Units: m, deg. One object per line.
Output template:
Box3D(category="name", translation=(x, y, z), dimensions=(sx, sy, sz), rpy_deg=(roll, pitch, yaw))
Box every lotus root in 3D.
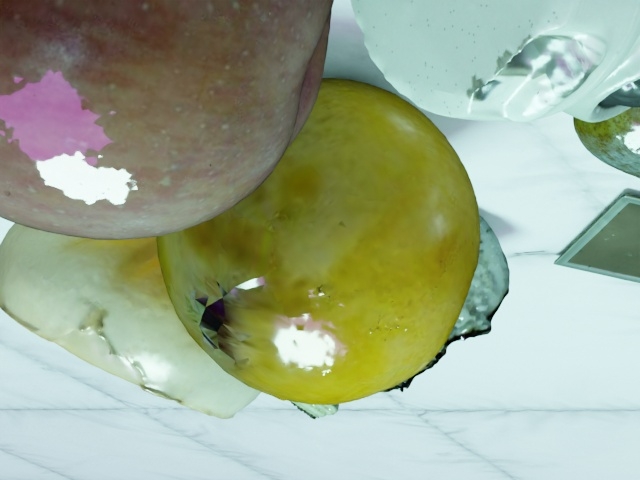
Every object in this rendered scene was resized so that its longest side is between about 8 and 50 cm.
Box3D(category="lotus root", translation=(0.250, -0.085, 1.085), dimensions=(0.192, 0.088, 0.113), rpy_deg=(22, 162, -28))

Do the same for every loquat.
Box3D(category="loquat", translation=(0.000, 0.000, 1.174), dimensions=(0.263, 0.263, 0.263), rpy_deg=(8, 159, 3))

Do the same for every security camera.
Box3D(category="security camera", translation=(0.154, -0.159, 0.792), dimensions=(0.236, 0.194, 0.194), rpy_deg=(-5, 171, -37))

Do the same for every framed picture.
Box3D(category="framed picture", translation=(0.315, 0.004, 1.382), dimensions=(0.142, 0.011, 0.183), rpy_deg=(12, 158, -7))

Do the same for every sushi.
Box3D(category="sushi", translation=(0.068, 0.047, 1.374), dimensions=(0.115, 0.212, 0.147), rpy_deg=(-2, 121, 55))

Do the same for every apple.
Box3D(category="apple", translation=(-0.111, -0.133, 0.843), dimensions=(0.235, 0.305, 0.305), rpy_deg=(17, 158, 0))

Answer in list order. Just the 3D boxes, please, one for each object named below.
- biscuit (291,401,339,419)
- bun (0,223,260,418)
Box3D(category="biscuit", translation=(-0.031, 0.065, 1.432), dimensions=(0.040, 0.199, 0.121), rpy_deg=(-24, 142, 21))
Box3D(category="bun", translation=(-0.169, 0.044, 1.452), dimensions=(0.299, 0.164, 0.299), rpy_deg=(26, 180, 0))
